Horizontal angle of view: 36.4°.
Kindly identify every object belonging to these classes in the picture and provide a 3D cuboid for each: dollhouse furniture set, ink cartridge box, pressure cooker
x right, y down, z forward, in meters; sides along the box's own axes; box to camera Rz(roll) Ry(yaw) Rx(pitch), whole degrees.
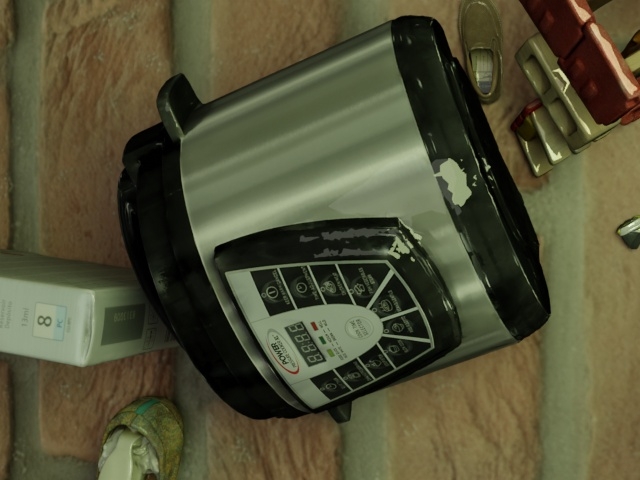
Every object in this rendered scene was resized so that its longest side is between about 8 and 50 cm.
[{"bbox_3d":[0.301,-0.205,0.978,0.201,0.374,0.152,-30,85,-3],"label":"dollhouse furniture set"},{"bbox_3d":[-0.372,0.070,1.190,0.384,0.308,0.091,6,92,16],"label":"ink cartridge box"},{"bbox_3d":[0.001,-0.001,1.060,0.420,0.375,0.370,-21,70,15],"label":"pressure cooker"}]

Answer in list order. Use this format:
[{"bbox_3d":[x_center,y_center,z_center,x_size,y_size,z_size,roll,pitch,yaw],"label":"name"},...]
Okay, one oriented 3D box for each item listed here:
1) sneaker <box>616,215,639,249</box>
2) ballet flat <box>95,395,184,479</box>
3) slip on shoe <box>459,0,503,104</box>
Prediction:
[{"bbox_3d":[0.385,-0.019,1.120,0.083,0.031,0.035,-27,97,19],"label":"sneaker"},{"bbox_3d":[-0.257,0.375,1.262,0.123,0.123,0.349,12,94,15],"label":"ballet flat"},{"bbox_3d":[0.192,-0.231,1.163,0.051,0.041,0.135,-3,90,16],"label":"slip on shoe"}]
